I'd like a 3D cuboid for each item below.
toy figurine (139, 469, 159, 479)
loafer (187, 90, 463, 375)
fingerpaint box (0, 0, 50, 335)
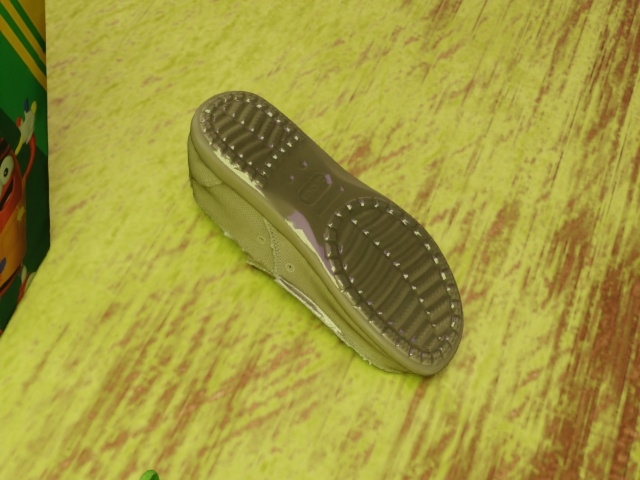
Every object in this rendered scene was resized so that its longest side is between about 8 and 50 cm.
[{"bbox_3d":[-0.192,0.192,0.620,0.159,0.130,0.173,8,30,4],"label":"toy figurine"},{"bbox_3d":[0.000,0.000,0.816,0.268,0.092,0.102,47,58,3],"label":"loafer"},{"bbox_3d":[-0.399,-0.123,0.633,0.445,0.371,0.163,19,52,2],"label":"fingerpaint box"}]
